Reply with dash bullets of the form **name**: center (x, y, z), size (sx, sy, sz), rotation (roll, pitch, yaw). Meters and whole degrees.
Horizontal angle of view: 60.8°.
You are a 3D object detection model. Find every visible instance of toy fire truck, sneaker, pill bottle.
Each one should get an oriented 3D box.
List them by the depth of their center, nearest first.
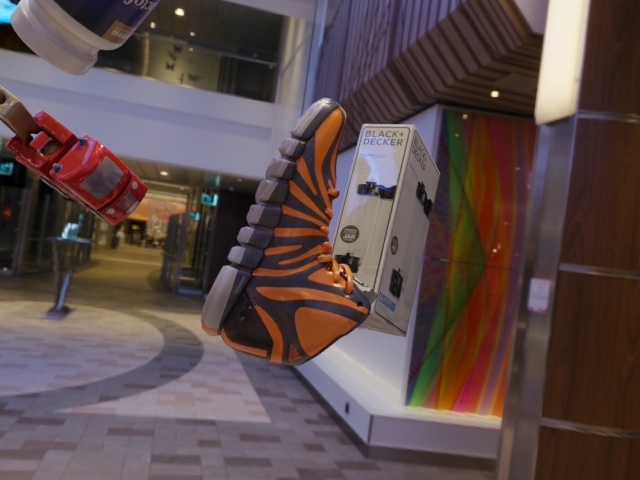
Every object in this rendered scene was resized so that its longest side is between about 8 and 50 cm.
- **toy fire truck**: center (-0.241, -0.092, 0.446), size (0.192, 0.047, 0.135), rotation (26, -18, 33)
- **sneaker**: center (0.000, 0.000, 0.667), size (0.179, 0.321, 0.124), rotation (24, 0, 2)
- **pill bottle**: center (-0.318, -0.379, 0.792), size (0.153, 0.264, 0.153), rotation (43, 18, -18)

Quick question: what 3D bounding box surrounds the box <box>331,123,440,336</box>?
- **box**: center (0.099, -0.014, 0.841), size (0.087, 0.290, 0.169), rotation (6, -19, 29)
